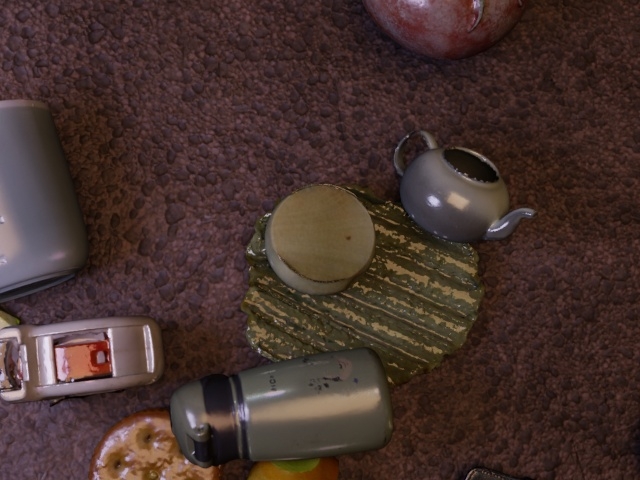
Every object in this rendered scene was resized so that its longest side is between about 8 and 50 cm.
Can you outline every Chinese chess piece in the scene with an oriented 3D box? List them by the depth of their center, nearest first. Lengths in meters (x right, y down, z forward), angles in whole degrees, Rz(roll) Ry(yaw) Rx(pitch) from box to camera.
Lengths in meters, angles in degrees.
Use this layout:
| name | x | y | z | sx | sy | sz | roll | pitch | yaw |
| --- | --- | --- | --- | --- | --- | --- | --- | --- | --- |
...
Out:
| name | x | y | z | sx | sy | sz | roll | pitch | yaw |
| --- | --- | --- | --- | --- | --- | --- | --- | --- | --- |
| Chinese chess piece | 0.000 | 0.000 | 1.666 | 0.188 | 0.083 | 0.189 | 2 | 70 | -7 |

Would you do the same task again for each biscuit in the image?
| name | x | y | z | sx | sy | sz | roll | pitch | yaw |
| --- | --- | --- | --- | --- | --- | --- | --- | --- | --- |
| biscuit | -0.271 | 0.384 | 1.638 | 0.220 | 0.066 | 0.221 | 1 | 84 | -6 |

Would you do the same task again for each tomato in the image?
| name | x | y | z | sx | sy | sz | roll | pitch | yaw |
| --- | --- | --- | --- | --- | --- | --- | --- | --- | --- |
| tomato | 0.216 | -0.472 | 1.709 | 0.316 | 0.282 | 0.317 | 1 | 86 | -9 |

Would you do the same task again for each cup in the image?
| name | x | y | z | sx | sy | sz | roll | pitch | yaw |
| --- | --- | --- | --- | --- | --- | --- | --- | --- | --- |
| cup | -0.553 | -0.031 | 1.575 | 0.356 | 0.259 | 0.275 | -21 | 86 | 20 |

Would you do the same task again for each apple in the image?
| name | x | y | z | sx | sy | sz | roll | pitch | yaw |
| --- | --- | --- | --- | --- | --- | --- | --- | --- | --- |
| apple | -0.039 | 0.415 | 1.620 | 0.163 | 0.147 | 0.147 | -6 | 109 | -19 |

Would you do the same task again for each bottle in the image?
| name | x | y | z | sx | sy | sz | roll | pitch | yaw |
| --- | --- | --- | --- | --- | --- | --- | --- | --- | --- |
| bottle | -0.067 | 0.270 | 1.578 | 0.346 | 0.168 | 0.169 | -6 | 84 | -7 |

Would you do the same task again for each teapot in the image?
| name | x | y | z | sx | sy | sz | roll | pitch | yaw |
| --- | --- | --- | --- | --- | --- | --- | --- | --- | --- |
| teapot | 0.235 | -0.086 | 1.709 | 0.193 | 0.130 | 0.294 | -12 | 48 | -45 |

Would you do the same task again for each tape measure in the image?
| name | x | y | z | sx | sy | sz | roll | pitch | yaw |
| --- | --- | --- | --- | --- | --- | --- | --- | --- | --- |
| tape measure | -0.376 | 0.188 | 1.547 | 0.265 | 0.258 | 0.130 | -5 | 82 | -9 |

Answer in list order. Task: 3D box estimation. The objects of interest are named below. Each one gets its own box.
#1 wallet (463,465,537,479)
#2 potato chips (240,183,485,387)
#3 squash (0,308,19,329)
| name | x | y | z | sx | sy | sz | roll | pitch | yaw |
| --- | --- | --- | --- | --- | --- | --- | --- | --- | --- |
| wallet | 0.380 | 0.510 | 1.731 | 0.317 | 0.045 | 0.173 | 19 | 83 | -7 |
| potato chips | 0.070 | 0.089 | 1.726 | 0.429 | 0.070 | 0.359 | 22 | 78 | -6 |
| squash | -0.569 | 0.200 | 1.610 | 0.090 | 0.075 | 0.200 | 30 | 80 | -28 |
